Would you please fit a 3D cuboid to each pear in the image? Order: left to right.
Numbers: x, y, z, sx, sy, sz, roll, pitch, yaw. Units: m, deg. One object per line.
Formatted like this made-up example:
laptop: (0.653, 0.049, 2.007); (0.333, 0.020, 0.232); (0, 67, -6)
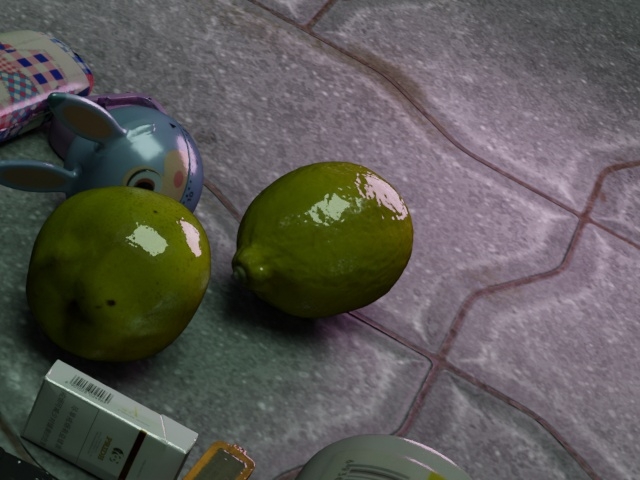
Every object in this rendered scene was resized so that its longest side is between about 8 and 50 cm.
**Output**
pear: (-0.207, 0.030, 1.735); (0.198, 0.198, 0.198); (18, 34, -13)

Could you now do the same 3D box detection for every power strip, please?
power strip: (-0.118, 0.253, 1.631); (0.049, 0.028, 0.178); (32, 33, 7)

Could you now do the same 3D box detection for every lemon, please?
lemon: (0.000, 0.000, 1.923); (0.248, 0.184, 0.184); (-12, 49, -42)

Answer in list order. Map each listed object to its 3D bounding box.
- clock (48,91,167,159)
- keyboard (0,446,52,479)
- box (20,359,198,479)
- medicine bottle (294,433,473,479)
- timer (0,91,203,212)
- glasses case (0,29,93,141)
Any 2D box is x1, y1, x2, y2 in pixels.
clock: (-0.248, -0.124, 2.037); (0.152, 0.050, 0.110); (-10, 50, -43)
keyboard: (-0.300, 0.271, 1.488); (0.072, 0.023, 0.231); (29, 33, -9)
box: (-0.202, 0.186, 1.613); (0.154, 0.084, 0.040); (28, 31, 1)
medicine bottle: (0.015, 0.337, 1.443); (0.208, 0.208, 0.340); (30, 33, 5)
timer: (-0.226, -0.069, 1.849); (0.175, 0.175, 0.255); (35, 14, 13)
glasses case: (-0.395, -0.174, 1.983); (0.125, 0.076, 0.327); (37, 35, 15)
